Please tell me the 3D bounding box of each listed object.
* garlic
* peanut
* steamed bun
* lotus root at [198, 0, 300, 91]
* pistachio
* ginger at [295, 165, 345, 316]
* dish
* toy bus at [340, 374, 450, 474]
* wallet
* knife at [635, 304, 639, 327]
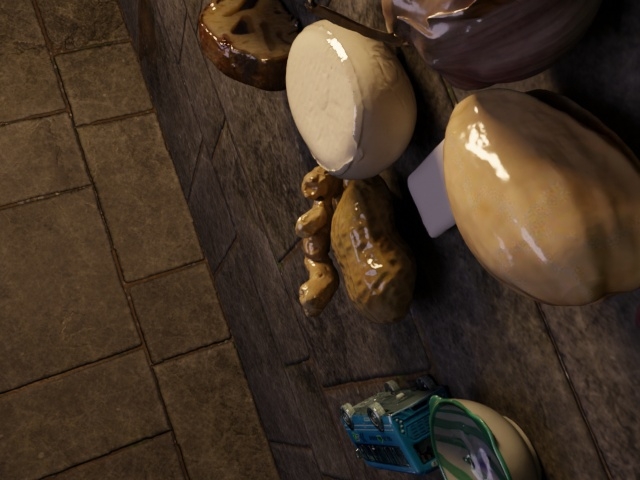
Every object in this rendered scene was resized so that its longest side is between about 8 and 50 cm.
[{"bbox_3d":[0.098,-0.232,0.539,0.207,0.257,0.207,178,90,-71],"label":"garlic"},{"bbox_3d":[0.076,0.010,0.994,0.197,0.110,0.233,88,163,-81],"label":"peanut"},{"bbox_3d":[0.046,-0.189,0.887,0.228,0.131,0.177,61,148,34],"label":"steamed bun"},{"bbox_3d":[-0.125,-0.364,1.180,0.260,0.170,0.074,56,159,28],"label":"lotus root"},{"bbox_3d":[0.193,-0.042,0.586,0.157,0.157,0.229,99,152,-52],"label":"pistachio"},{"bbox_3d":[-0.005,-0.010,1.071,0.149,0.065,0.258,58,-142,-49],"label":"ginger"},{"bbox_3d":[0.226,0.303,0.894,0.224,0.078,0.246,-126,27,-43],"label":"dish"},{"bbox_3d":[0.130,0.310,1.116,0.134,0.114,0.246,64,158,7],"label":"toy bus"},{"bbox_3d":[0.161,-0.073,0.823,0.095,0.033,0.190,67,161,13],"label":"wallet"},{"bbox_3d":[0.300,-0.004,0.518,0.247,0.018,0.035,97,152,-48],"label":"knife"}]
